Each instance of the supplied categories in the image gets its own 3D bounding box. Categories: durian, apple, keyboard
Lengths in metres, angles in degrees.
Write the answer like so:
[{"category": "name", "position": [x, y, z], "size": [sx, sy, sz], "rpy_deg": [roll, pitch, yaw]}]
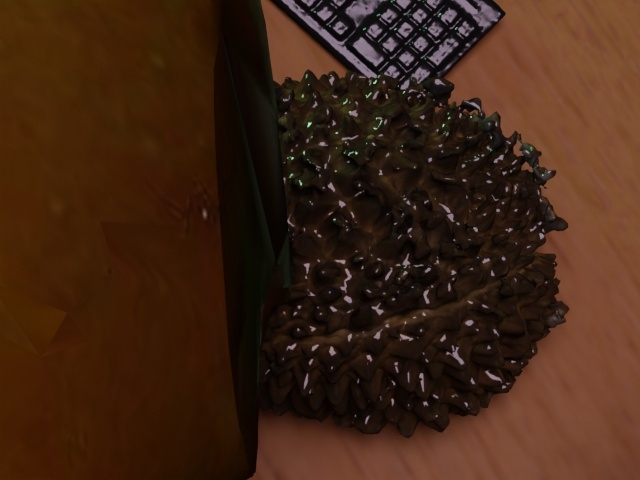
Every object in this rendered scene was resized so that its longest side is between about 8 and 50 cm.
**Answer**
[{"category": "durian", "position": [0.000, 0.000, 0.585], "size": [0.188, 0.091, 0.148], "rpy_deg": [-21, 74, -6]}, {"category": "apple", "position": [-0.176, 0.029, 0.439], "size": [0.374, 0.374, 0.384], "rpy_deg": [-2, 105, -6]}, {"category": "keyboard", "position": [-0.018, -0.136, 0.670], "size": [0.198, 0.010, 0.063], "rpy_deg": [42, 75, 8]}]
